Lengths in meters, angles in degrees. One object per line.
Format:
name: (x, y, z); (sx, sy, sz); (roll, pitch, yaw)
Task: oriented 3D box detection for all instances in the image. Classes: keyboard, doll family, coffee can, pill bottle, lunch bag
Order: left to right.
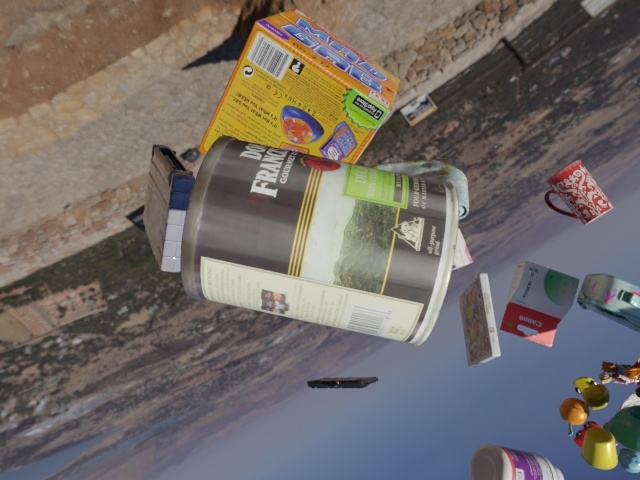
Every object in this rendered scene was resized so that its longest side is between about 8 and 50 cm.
coffee can: (0.000, 0.000, 0.568); (0.275, 0.201, 0.201); (12, 161, 1)
keyboard: (0.047, 0.365, 1.195); (0.180, 0.023, 0.108); (-16, 164, 39)
pill bottle: (0.716, 0.852, 1.691); (0.323, 0.181, 0.181); (20, 140, -21)
doll family: (1.021, 0.434, 1.526); (0.163, 0.118, 0.263); (6, 177, -5)
lunch bag: (0.845, 0.184, 1.252); (0.108, 0.279, 0.224); (-67, 167, 4)

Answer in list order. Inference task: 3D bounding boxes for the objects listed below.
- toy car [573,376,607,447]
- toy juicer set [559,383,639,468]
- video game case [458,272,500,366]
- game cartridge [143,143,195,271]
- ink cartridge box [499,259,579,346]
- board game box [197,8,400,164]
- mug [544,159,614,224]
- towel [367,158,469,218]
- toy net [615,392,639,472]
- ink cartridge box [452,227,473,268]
toy car: (0.852, 0.510, 1.339); (0.225, 0.239, 0.053); (2, -165, 41)
toy juicer set: (0.723, 0.415, 1.085); (0.329, 0.089, 0.209); (-10, -163, -3)
video game case: (0.417, 0.219, 1.245); (0.026, 0.206, 0.227); (-2, 158, 1)
game cartridge: (-0.376, -0.090, 1.144); (0.068, 0.355, 0.230); (0, 111, -27)
ink cartridge box: (0.669, 0.194, 1.433); (0.056, 0.181, 0.224); (129, -20, -82)
board game box: (-0.043, -0.343, 1.258); (0.356, 0.356, 0.356); (-54, -173, 32)
mug: (0.777, -0.134, 1.412); (0.113, 0.169, 0.150); (-29, 163, -8)
towel: (0.327, -0.183, 1.661); (0.374, 0.320, 0.090); (-1, 130, 15)
toy net: (0.949, 0.593, 1.461); (0.122, 0.232, 0.045); (10, 162, 17)
ink cartridge box: (0.362, 0.029, 1.346); (0.067, 0.115, 0.198); (-27, 168, 32)
